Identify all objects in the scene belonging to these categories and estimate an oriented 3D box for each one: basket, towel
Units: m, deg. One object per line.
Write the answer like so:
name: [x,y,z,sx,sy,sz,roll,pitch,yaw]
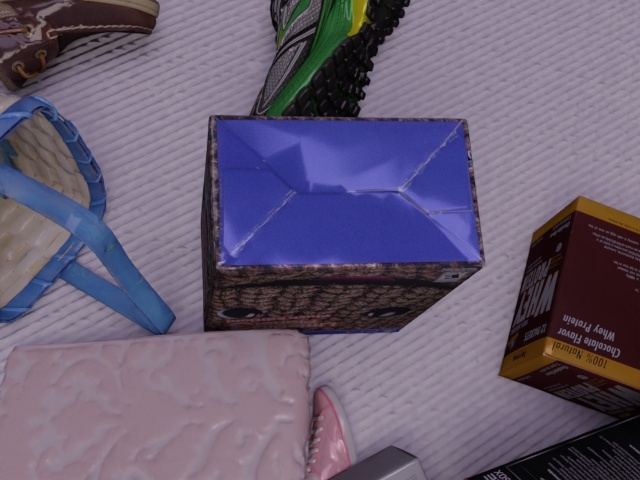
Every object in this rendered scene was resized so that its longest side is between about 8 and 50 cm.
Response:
basket: [-0.288,-0.015,0.801,0.289,0.254,0.201,23,66,18]
towel: [-0.167,0.237,0.746,0.317,0.053,0.331,-4,52,7]

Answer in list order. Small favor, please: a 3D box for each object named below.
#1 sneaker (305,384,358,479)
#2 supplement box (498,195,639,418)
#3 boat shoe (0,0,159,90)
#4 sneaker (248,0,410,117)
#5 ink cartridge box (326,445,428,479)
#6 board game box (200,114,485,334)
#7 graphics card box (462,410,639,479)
sneaker: [-0.002,0.226,0.869,0.070,0.051,0.134,-10,78,-19]
supplement box: [0.335,0.086,0.935,0.191,0.129,0.194,20,69,-3]
boat shoe: [-0.359,-0.236,0.943,0.342,0.123,0.123,-4,102,-17]
sneaker: [-0.008,-0.239,1.004,0.146,0.134,0.343,19,71,23]
ink cartridge box: [0.065,0.318,0.816,0.127,0.072,0.175,-24,94,-17]
board game box: [0.000,0.000,0.818,0.232,0.291,0.141,-1,73,-10]
graphics card box: [0.296,0.285,0.782,0.371,0.232,0.094,-12,29,-26]
